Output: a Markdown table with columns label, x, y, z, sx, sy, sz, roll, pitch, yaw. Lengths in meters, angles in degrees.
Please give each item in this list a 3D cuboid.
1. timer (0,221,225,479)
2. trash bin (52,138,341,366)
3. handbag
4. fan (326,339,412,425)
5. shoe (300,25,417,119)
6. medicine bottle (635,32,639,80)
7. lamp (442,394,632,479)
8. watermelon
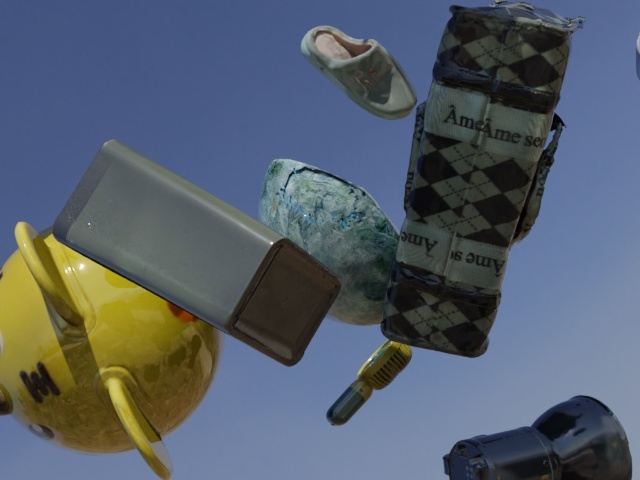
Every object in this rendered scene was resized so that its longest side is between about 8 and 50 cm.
| label | x | y | z | sx | sy | sz | roll | pitch | yaw |
| --- | --- | --- | --- | --- | --- | --- | --- | --- | --- |
| timer | -0.304 | 0.135 | 1.515 | 0.376 | 0.376 | 0.387 | -36 | 7 | -1 |
| trash bin | -0.121 | 0.015 | 1.109 | 0.122 | 0.240 | 0.164 | -60 | -34 | -5 |
| handbag | 0.206 | -0.095 | 1.414 | 0.317 | 0.180 | 0.416 | -42 | -34 | -69 |
| fan | 0.066 | 0.197 | 1.526 | 0.155 | 0.039 | 0.082 | -45 | 1 | -14 |
| shoe | 0.063 | -0.256 | 1.624 | 0.079 | 0.195 | 0.078 | -55 | -1 | -31 |
| medicine bottle | 0.609 | -0.346 | 1.996 | 0.083 | 0.083 | 0.203 | -38 | -22 | 4 |
| lamp | 0.246 | 0.281 | 1.379 | 0.227 | 0.147 | 0.172 | -6 | 4 | -25 |
| watermelon | -0.003 | 0.006 | 1.620 | 0.175 | 0.321 | 0.188 | -59 | -34 | -7 |
